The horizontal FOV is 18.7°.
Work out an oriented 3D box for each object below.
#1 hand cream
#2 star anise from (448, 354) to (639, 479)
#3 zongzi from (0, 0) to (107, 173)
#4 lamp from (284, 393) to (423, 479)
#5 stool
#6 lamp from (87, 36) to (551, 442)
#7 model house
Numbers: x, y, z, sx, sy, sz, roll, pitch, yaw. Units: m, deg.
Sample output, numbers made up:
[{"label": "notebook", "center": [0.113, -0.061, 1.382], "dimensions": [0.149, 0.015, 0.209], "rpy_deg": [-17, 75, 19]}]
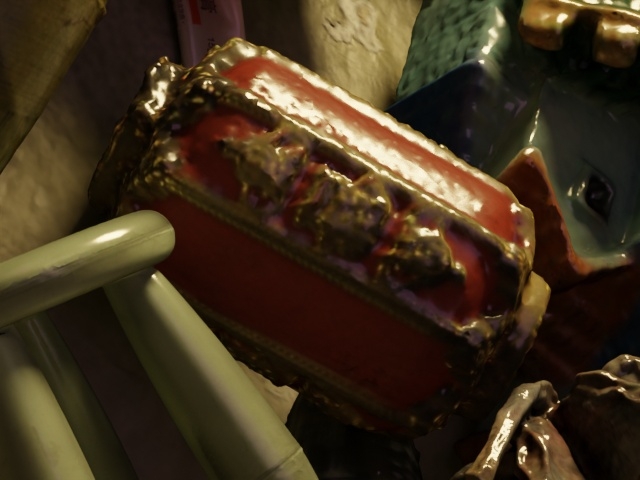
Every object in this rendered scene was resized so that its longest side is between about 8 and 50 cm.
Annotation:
[{"label": "hand cream", "center": [-0.079, -0.175, 1.285], "dimensions": [0.052, 0.038, 0.216], "rpy_deg": [-6, 77, -16]}, {"label": "star anise", "center": [0.144, 0.128, 1.152], "dimensions": [0.089, 0.209, 0.231], "rpy_deg": [56, -3, 23]}, {"label": "zongzi", "center": [-0.227, -0.206, 1.054], "dimensions": [0.323, 0.160, 0.360], "rpy_deg": [47, 53, -34]}, {"label": "lamp", "center": [0.016, 0.163, 1.172], "dimensions": [0.101, 0.101, 0.250], "rpy_deg": [30, 41, -31]}, {"label": "stool", "center": [-0.132, 0.107, 0.982], "dimensions": [0.195, 0.195, 0.199], "rpy_deg": [-22, 88, -47]}, {"label": "lamp", "center": [0.000, 0.000, 1.138], "dimensions": [0.274, 0.177, 0.177], "rpy_deg": [31, 49, -4]}, {"label": "model house", "center": [0.176, 0.009, 1.300], "dimensions": [0.295, 0.251, 0.329], "rpy_deg": [40, 55, -25]}]
